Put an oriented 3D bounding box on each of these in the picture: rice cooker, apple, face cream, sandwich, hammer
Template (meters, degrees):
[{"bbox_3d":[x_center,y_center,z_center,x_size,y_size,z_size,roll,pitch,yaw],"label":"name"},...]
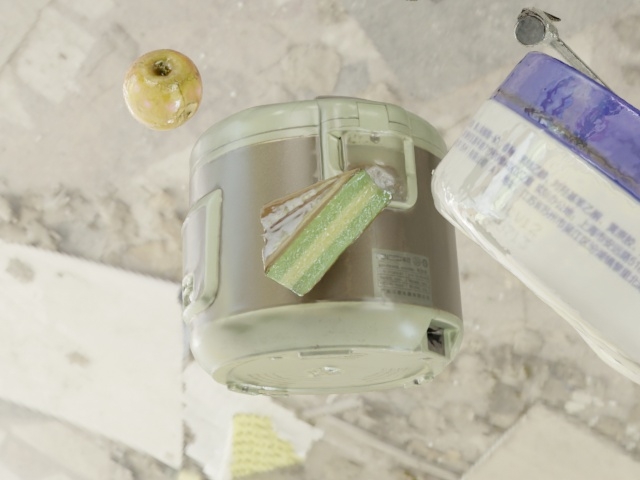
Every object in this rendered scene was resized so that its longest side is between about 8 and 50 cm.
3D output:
[{"bbox_3d":[0.000,0.000,1.297,0.335,0.325,0.335,-2,162,-1],"label":"rice cooker"},{"bbox_3d":[-0.275,-0.260,1.953,0.146,0.146,0.146,13,132,15],"label":"apple"},{"bbox_3d":[0.165,-0.005,0.642,0.206,0.206,0.111,40,98,-10],"label":"face cream"},{"bbox_3d":[0.009,-0.006,1.063,0.116,0.074,0.074,-21,146,29],"label":"sandwich"},{"bbox_3d":[0.436,-0.177,1.601,0.427,0.152,0.044,45,115,0],"label":"hammer"}]
